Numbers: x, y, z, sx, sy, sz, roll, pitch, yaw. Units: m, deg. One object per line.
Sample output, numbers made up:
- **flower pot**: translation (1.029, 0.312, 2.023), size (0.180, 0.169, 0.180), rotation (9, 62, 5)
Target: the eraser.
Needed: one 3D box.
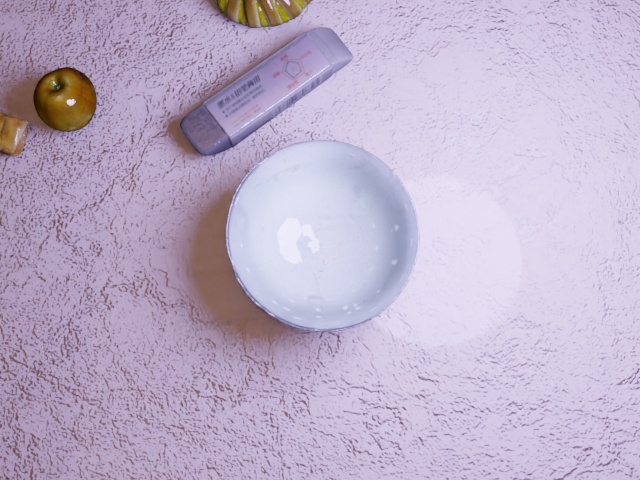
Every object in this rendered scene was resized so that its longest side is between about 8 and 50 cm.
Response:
- **eraser**: translation (-0.095, -0.278, 1.159), size (0.352, 0.061, 0.089), rotation (-37, 84, -7)

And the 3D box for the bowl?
- **bowl**: translation (0.000, 0.000, 1.067), size (0.313, 0.146, 0.313), rotation (1, 79, -3)

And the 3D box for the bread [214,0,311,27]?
- **bread**: translation (-0.108, -0.500, 1.180), size (0.213, 0.105, 0.213), rotation (1, 82, -4)

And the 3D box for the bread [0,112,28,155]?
- **bread**: translation (-0.596, -0.199, 1.132), size (0.132, 0.053, 0.074), rotation (18, 79, 3)

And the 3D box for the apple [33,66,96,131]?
- **apple**: translation (-0.452, -0.251, 1.122), size (0.099, 0.102, 0.114), rotation (30, 79, 5)
